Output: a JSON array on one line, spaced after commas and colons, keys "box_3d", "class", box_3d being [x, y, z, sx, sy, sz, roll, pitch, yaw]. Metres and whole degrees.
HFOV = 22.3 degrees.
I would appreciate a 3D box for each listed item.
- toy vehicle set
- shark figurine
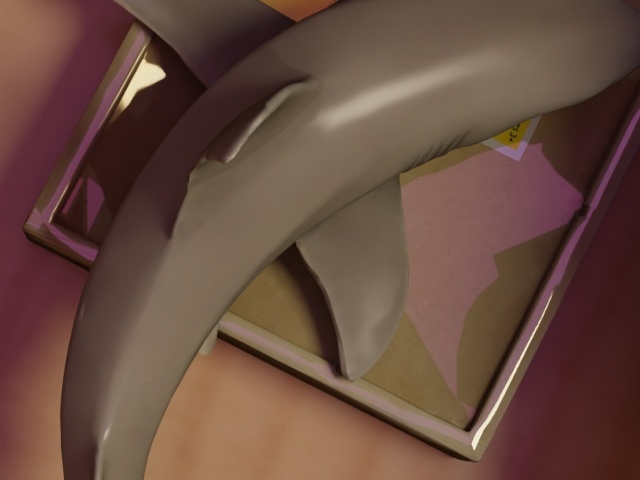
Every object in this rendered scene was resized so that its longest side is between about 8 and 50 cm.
[{"box_3d": [0.037, -0.080, 0.547, 0.166, 0.035, 0.267, 28, 83, -3], "class": "toy vehicle set"}, {"box_3d": [-0.026, 0.013, 0.458, 0.166, 0.116, 0.278, 28, 81, -2], "class": "shark figurine"}]
